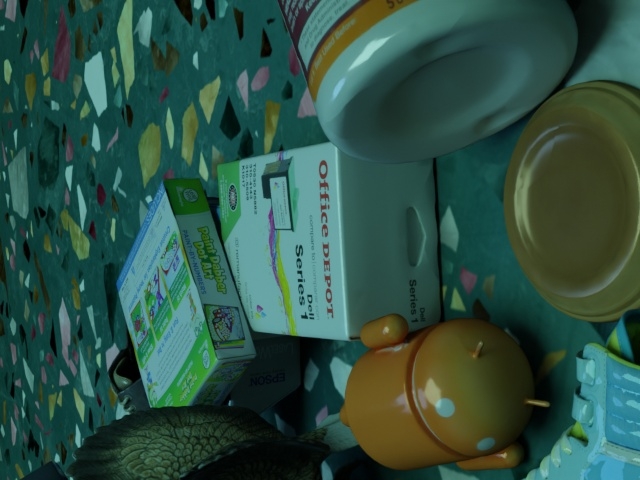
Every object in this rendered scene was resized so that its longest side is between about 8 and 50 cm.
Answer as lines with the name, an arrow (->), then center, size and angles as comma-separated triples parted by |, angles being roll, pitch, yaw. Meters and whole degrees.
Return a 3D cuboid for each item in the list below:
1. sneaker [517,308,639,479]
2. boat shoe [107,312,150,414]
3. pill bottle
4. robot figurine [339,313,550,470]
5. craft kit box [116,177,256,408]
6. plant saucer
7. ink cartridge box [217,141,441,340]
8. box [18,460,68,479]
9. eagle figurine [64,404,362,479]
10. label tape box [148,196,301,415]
sneaker -> 0.209, 0.165, 0.793 | 0.319, 0.127, 0.208 | -17, 80, 49
boat shoe -> -0.262, 0.207, 1.578 | 0.132, 0.130, 0.356 | 19, 109, 57
pill bottle -> 0.053, -0.287, 0.910 | 0.224, 0.224, 0.392 | -48, 53, 50
robot figurine -> 0.106, 0.142, 0.951 | 0.219, 0.128, 0.158 | -28, 70, 53
craft kit box -> -0.175, 0.093, 1.278 | 0.250, 0.060, 0.247 | -55, 45, 50
plant saucer -> 0.215, -0.031, 0.844 | 0.200, 0.037, 0.200 | 12, 103, 59
ink cartridge box -> 0.000, 0.000, 1.129 | 0.278, 0.117, 0.202 | -3, 90, 59
box -> -0.244, 0.486, 1.063 | 0.293, 0.212, 0.396 | 33, 149, 53
eagle figurine -> -0.083, 0.254, 1.082 | 0.226, 0.298, 0.225 | -44, 29, 28
label tape box -> -0.130, 0.119, 1.371 | 0.249, 0.115, 0.348 | 7, 102, 59
